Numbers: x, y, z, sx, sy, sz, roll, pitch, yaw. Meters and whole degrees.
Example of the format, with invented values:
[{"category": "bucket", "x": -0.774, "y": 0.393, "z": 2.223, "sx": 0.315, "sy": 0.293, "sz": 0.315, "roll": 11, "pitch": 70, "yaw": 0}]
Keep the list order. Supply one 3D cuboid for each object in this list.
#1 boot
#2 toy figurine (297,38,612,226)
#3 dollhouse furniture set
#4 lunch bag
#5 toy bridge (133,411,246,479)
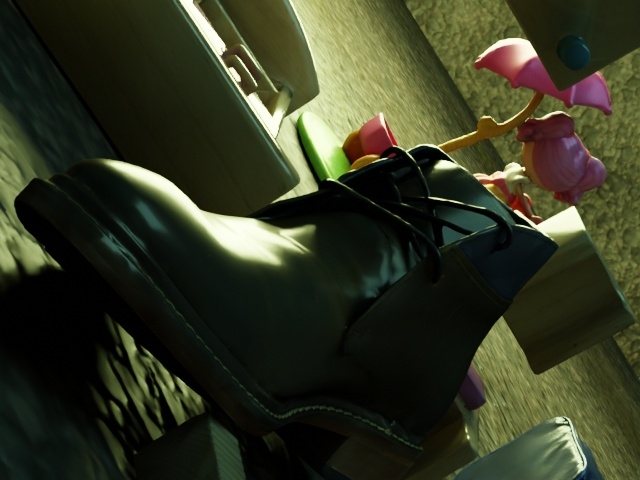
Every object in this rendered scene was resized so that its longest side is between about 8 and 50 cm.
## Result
[{"category": "boot", "x": 0.000, "y": 0.000, "z": 0.486, "sx": 0.082, "sy": 0.106, "sz": 0.219, "roll": 41, "pitch": -2, "yaw": 28}, {"category": "toy figurine", "x": 0.099, "y": -0.040, "z": 0.972, "sx": 0.173, "sy": 0.159, "sz": 0.130, "roll": 55, "pitch": 11, "yaw": -20}, {"category": "dollhouse furniture set", "x": 0.073, "y": -0.113, "z": 0.656, "sx": 0.286, "sy": 0.303, "sz": 0.198, "roll": 56, "pitch": 11, "yaw": -11}, {"category": "lunch bag", "x": 0.101, "y": 0.127, "z": 0.749, "sx": 0.065, "sy": 0.067, "sz": 0.098, "roll": 57, "pitch": 9, "yaw": -10}, {"category": "toy bridge", "x": 0.012, "y": 0.119, "z": 0.462, "sx": 0.188, "sy": 0.026, "sz": 0.063, "roll": 49, "pitch": 15, "yaw": -39}]
